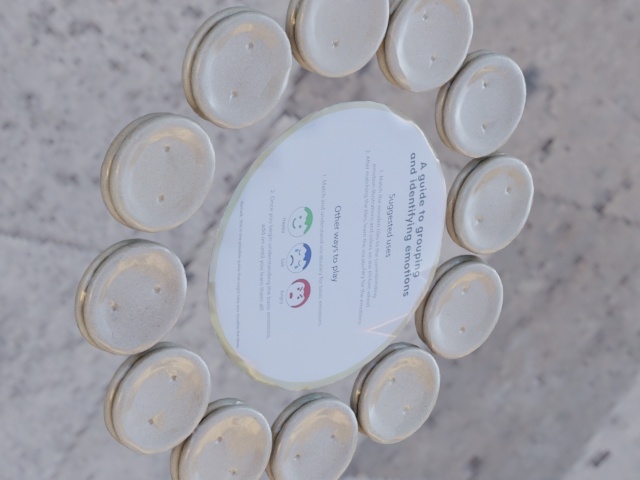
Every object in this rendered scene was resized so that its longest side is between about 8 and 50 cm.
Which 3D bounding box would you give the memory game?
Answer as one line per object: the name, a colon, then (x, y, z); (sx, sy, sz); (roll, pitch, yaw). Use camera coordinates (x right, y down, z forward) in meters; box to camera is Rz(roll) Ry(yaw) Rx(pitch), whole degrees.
memory game: (0.000, 0.000, 0.610); (0.186, 0.012, 0.186); (-18, 120, -34)
